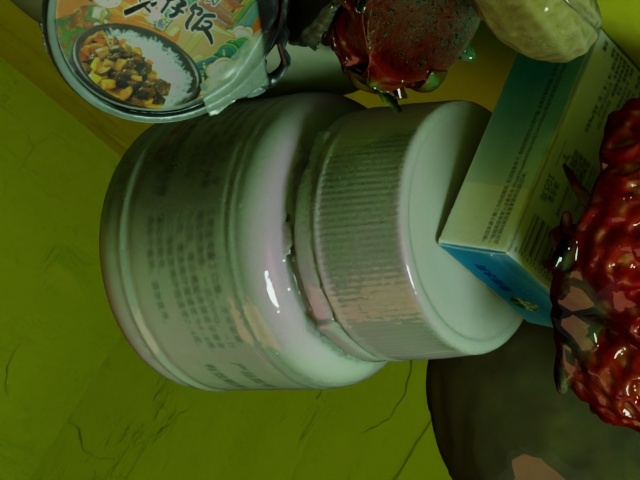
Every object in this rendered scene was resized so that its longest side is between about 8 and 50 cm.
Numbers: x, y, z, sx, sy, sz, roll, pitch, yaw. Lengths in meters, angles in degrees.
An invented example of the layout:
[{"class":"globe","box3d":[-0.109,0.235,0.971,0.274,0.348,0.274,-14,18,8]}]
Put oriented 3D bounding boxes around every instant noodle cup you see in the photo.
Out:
[{"class":"instant noodle cup","box3d":[-0.122,-0.192,1.410,0.208,0.177,0.125,46,-170,-37]}]

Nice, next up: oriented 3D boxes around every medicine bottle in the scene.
[{"class":"medicine bottle","box3d":[0.000,0.000,1.587,0.302,0.241,0.241,-5,150,37]}]

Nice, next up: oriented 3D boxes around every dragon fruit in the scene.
[{"class":"dragon fruit","box3d":[0.048,-0.167,1.433,0.138,0.142,0.175,14,166,-32]}]

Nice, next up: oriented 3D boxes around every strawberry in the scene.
[{"class":"strawberry","box3d":[0.299,0.025,1.394,0.257,0.261,0.261,18,167,29]}]

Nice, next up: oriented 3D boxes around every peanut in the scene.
[{"class":"peanut","box3d":[0.128,-0.184,1.336,0.080,0.080,0.174,22,165,50]}]

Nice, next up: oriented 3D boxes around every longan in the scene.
[{"class":"longan","box3d":[0.278,0.143,1.692,0.391,0.391,0.391,31,172,5]}]

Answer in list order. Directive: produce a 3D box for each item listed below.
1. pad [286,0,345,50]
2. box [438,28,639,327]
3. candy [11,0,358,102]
[{"class":"pad","box3d":[-0.020,-0.239,1.349,0.233,0.022,0.174,130,118,-74]},{"class":"box","box3d":[0.186,-0.047,1.496,0.073,0.194,0.139,9,158,43]},{"class":"candy","box3d":[-0.125,-0.234,1.643,0.426,0.186,0.386,21,169,17]}]
